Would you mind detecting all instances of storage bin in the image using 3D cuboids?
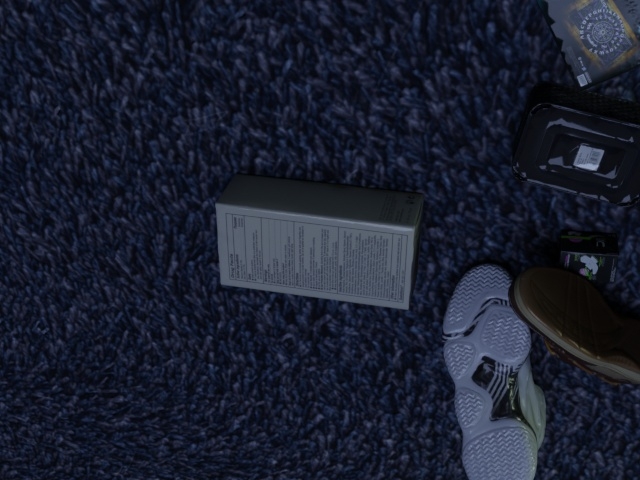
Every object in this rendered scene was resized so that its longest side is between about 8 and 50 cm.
[{"bbox_3d":[0.366,-0.134,1.165,0.180,0.084,0.122,16,124,6],"label":"storage bin"}]

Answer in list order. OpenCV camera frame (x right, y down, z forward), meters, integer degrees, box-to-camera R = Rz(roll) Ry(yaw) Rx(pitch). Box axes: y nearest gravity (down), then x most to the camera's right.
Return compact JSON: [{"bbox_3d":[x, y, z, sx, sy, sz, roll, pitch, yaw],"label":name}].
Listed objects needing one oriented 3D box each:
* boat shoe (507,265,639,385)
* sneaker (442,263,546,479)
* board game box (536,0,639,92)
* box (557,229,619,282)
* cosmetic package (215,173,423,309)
[{"bbox_3d":[0.392,0.147,1.290,0.342,0.123,0.123,25,147,-30],"label":"boat shoe"},{"bbox_3d":[0.290,0.222,1.388,0.137,0.210,0.365,-6,86,18],"label":"sneaker"},{"bbox_3d":[0.360,-0.300,1.095,0.126,0.026,0.186,-21,114,25],"label":"board game box"},{"bbox_3d":[0.402,0.023,1.268,0.083,0.062,0.052,5,124,12],"label":"box"},{"bbox_3d":[0.000,0.000,1.333,0.310,0.113,0.160,8,123,11],"label":"cosmetic package"}]
